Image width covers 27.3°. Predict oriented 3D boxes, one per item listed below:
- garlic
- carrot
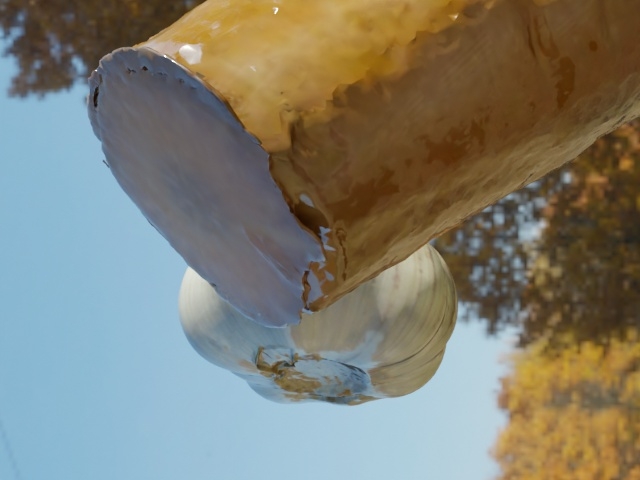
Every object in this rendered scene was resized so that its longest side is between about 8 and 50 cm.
[{"bbox_3d":[0.000,0.000,0.960,0.199,0.199,0.226,57,-147,-63],"label":"garlic"},{"bbox_3d":[0.043,-0.072,0.610,0.254,0.196,0.196,-42,-43,-32],"label":"carrot"}]
